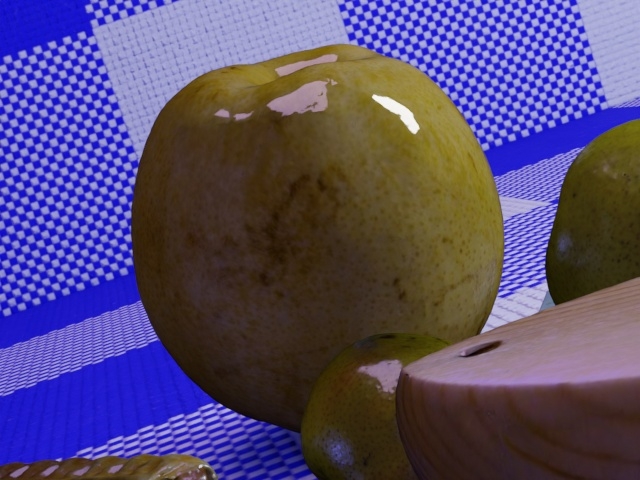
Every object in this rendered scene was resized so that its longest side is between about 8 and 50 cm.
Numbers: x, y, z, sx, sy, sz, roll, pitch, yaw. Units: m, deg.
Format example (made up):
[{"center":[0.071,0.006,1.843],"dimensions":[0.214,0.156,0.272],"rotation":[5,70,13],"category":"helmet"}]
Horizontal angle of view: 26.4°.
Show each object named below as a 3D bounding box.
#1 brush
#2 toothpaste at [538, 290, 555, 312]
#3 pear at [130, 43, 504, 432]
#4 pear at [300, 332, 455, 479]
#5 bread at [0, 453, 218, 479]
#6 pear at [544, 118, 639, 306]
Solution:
[{"center":[0.157,0.095,0.499],"dimensions":[0.267,0.166,0.174],"rotation":[-14,10,37],"category":"brush"},{"center":[0.325,0.033,0.970],"dimensions":[0.337,0.067,0.081],"rotation":[-16,10,20],"category":"toothpaste"},{"center":[0.000,0.000,1.087],"dimensions":[0.314,0.314,0.314],"rotation":[-18,7,2],"category":"pear"},{"center":[0.051,0.114,0.905],"dimensions":[0.141,0.104,0.141],"rotation":[-22,7,3],"category":"pear"},{"center":[-0.197,0.197,0.982],"dimensions":[0.077,0.084,0.368],"rotation":[27,-26,-36],"category":"bread"},{"center":[0.240,0.013,0.845],"dimensions":[0.198,0.198,0.198],"rotation":[-18,7,2],"category":"pear"}]
